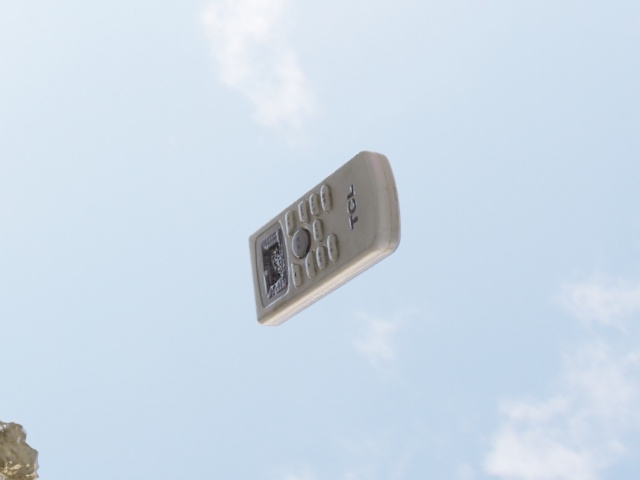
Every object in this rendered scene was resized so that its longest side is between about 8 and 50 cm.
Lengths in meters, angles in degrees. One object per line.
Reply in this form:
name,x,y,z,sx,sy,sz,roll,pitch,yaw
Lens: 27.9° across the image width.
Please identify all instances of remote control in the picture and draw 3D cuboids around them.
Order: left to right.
remote control,0.000,0.000,1.034,0.190,0.029,0.087,-33,-123,49

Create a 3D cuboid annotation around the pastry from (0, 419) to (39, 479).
pastry,-0.407,0.207,1.353,0.258,0.089,0.121,25,-48,26
